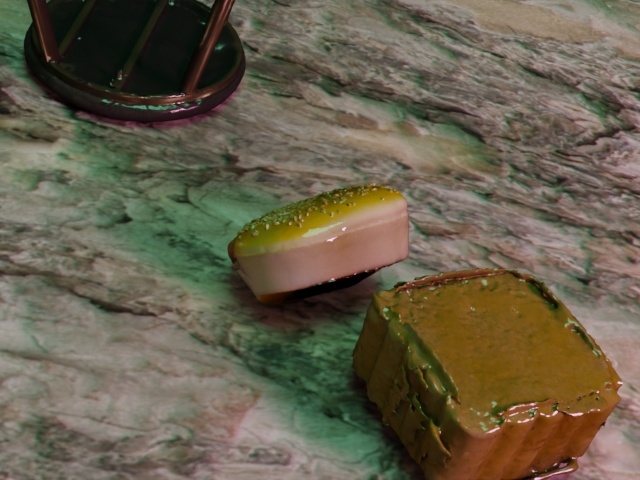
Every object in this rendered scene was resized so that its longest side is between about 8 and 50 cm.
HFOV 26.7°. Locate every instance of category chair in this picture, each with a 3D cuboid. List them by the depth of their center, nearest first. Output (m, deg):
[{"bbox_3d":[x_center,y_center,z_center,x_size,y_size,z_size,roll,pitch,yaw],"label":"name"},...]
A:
[{"bbox_3d":[-0.217,-0.395,1.724,0.362,0.410,0.364,12,39,-1],"label":"chair"}]

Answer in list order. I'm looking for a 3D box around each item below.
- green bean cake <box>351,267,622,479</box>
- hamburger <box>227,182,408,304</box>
[{"bbox_3d":[0.168,0.143,1.406,0.230,0.131,0.224,-8,45,-29],"label":"green bean cake"},{"bbox_3d":[0.000,0.000,1.516,0.210,0.173,0.116,-15,84,-29],"label":"hamburger"}]
